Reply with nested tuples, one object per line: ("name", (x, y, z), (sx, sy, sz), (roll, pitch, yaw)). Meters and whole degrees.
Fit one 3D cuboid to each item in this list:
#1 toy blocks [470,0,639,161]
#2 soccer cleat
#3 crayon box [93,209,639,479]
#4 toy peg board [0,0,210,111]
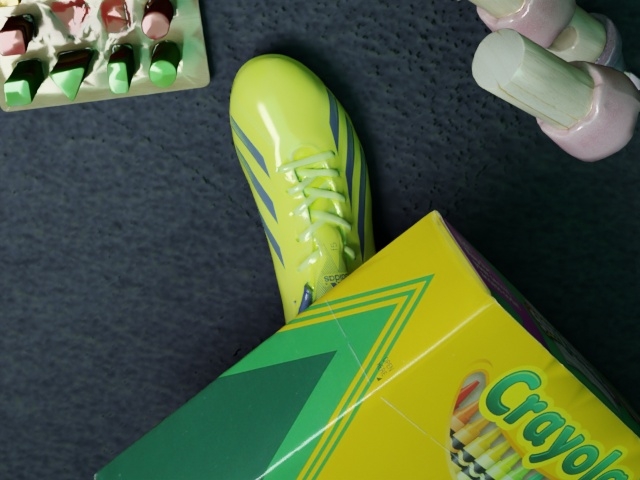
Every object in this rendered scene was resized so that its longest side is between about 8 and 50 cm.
("toy blocks", (0.226, -0.240, 1.185), (0.260, 0.309, 0.288), (21, 123, -45))
("soccer cleat", (0.001, 0.000, 1.281), (0.093, 0.121, 0.289), (-14, 109, 2))
("crayon box", (0.067, 0.182, 1.267), (0.313, 0.106, 0.363), (-37, 138, 11))
("toy peg board", (-0.171, -0.174, 1.238), (0.161, 0.079, 0.160), (-7, 109, 0))
